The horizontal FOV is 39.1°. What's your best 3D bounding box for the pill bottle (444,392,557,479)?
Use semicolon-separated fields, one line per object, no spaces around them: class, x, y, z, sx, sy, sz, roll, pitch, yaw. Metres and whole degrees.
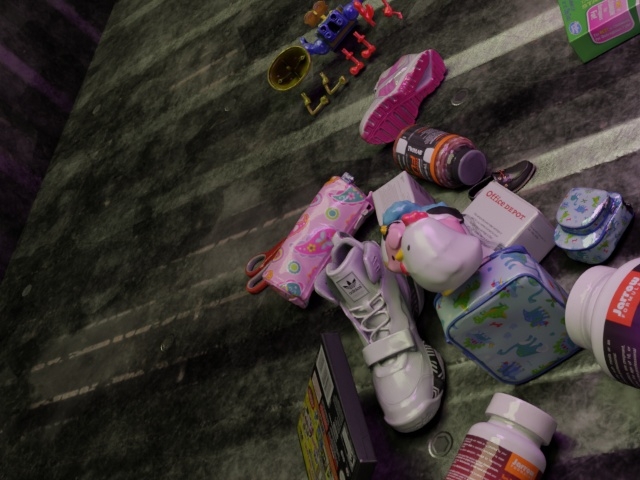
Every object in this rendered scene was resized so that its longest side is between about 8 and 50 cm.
pill bottle;0.249;0.340;1.297;0.121;0.121;0.221;12;68;51

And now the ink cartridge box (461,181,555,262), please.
ink cartridge box;0.291;0.019;1.572;0.208;0.087;0.153;-48;34;4

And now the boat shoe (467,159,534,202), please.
boat shoe;0.336;-0.108;1.679;0.133;0.042;0.049;-35;36;19

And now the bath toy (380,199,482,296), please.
bath toy;0.160;0.001;1.417;0.151;0.129;0.348;-42;4;6

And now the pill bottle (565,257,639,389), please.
pill bottle;0.487;0.125;1.180;0.323;0.181;0.181;17;72;52

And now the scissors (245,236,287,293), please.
scissors;-0.063;0.004;2.034;0.297;0.021;0.109;-41;34;11

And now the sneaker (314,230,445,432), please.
sneaker;0.094;0.146;1.564;0.137;0.210;0.366;-32;39;25

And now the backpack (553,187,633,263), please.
backpack;0.433;-0.027;1.462;0.105;0.084;0.114;14;72;54

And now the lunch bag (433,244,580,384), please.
lunch bag;0.287;0.119;1.370;0.176;0.219;0.090;-38;36;18

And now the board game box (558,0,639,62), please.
board game box;0.612;-0.507;1.718;0.316;0.064;0.242;-28;41;28

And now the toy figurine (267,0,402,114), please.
toy figurine;0.039;-0.510;2.330;0.362;0.191;0.217;-50;4;13

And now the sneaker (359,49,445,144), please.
sneaker;0.168;-0.317;2.012;0.252;0.103;0.111;-50;31;-11

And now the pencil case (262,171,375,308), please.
pencil case;0.000;0.000;1.880;0.284;0.124;0.124;-54;35;-7

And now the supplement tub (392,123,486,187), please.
supplement tub;0.237;-0.164;1.781;0.106;0.106;0.198;-54;35;-6

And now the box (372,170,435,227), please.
box;0.169;-0.057;1.761;0.087;0.101;0.102;-34;38;22

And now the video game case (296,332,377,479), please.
video game case;0.021;0.336;1.498;0.275;0.035;0.248;-108;26;-49
